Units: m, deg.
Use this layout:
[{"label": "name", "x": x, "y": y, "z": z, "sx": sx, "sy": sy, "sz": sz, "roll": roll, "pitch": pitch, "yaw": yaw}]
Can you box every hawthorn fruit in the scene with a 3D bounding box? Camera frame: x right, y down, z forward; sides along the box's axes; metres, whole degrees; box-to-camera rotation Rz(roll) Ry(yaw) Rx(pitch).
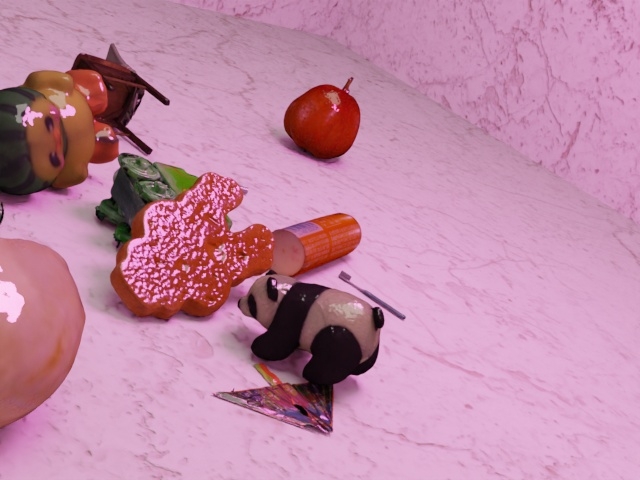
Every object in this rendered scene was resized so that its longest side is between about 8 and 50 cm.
[{"label": "hawthorn fruit", "x": 0.021, "y": -0.321, "z": 2.832, "sx": 0.196, "sy": 0.225, "sz": 0.196, "roll": 32, "pitch": 16, "yaw": -10}]

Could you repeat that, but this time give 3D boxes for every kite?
[{"label": "kite", "x": -0.049, "y": 0.226, "z": 1.603, "sx": 0.241, "sy": 0.014, "sz": 0.183, "roll": 2, "pitch": 26, "yaw": -41}]

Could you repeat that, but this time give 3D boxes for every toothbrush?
[{"label": "toothbrush", "x": 0.097, "y": 0.102, "z": 2.087, "sx": 0.167, "sy": 0.014, "sz": 0.011, "roll": 34, "pitch": 14, "yaw": 31}]

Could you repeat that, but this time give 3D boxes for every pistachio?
[{"label": "pistachio", "x": -0.394, "y": 0.097, "z": 1.255, "sx": 0.230, "sy": 0.230, "sz": 0.309, "roll": 24, "pitch": 20, "yaw": 7}]

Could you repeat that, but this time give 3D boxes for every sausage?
[{"label": "sausage", "x": 0.000, "y": 0.000, "z": 2.145, "sx": 0.093, "sy": 0.093, "sz": 0.312, "roll": 28, "pitch": 20, "yaw": 19}]

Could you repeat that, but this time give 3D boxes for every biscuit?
[{"label": "biscuit", "x": -0.208, "y": 0.018, "z": 1.783, "sx": 0.202, "sy": 0.047, "sz": 0.334, "roll": 53, "pitch": 41, "yaw": -2}]

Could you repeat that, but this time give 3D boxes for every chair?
[{"label": "chair", "x": -0.477, "y": -0.324, "z": 2.409, "sx": 0.186, "sy": 0.160, "sz": 0.319, "roll": 6, "pitch": 27, "yaw": -42}]

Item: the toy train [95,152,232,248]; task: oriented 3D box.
[{"label": "toy train", "x": -0.274, "y": -0.053, "z": 1.944, "sx": 0.188, "sy": 0.132, "sz": 0.243, "roll": 13, "pitch": 23, "yaw": -36}]

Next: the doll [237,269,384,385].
[{"label": "doll", "x": -0.014, "y": 0.130, "z": 1.706, "sx": 0.234, "sy": 0.135, "sz": 0.143, "roll": 19, "pitch": 12, "yaw": 23}]

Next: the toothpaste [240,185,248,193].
[{"label": "toothpaste", "x": -0.195, "y": -0.114, "z": 2.362, "sx": 0.083, "sy": 0.015, "sz": 0.024, "roll": 12, "pitch": 13, "yaw": -12}]

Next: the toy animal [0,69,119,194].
[{"label": "toy animal", "x": -0.510, "y": -0.189, "z": 1.975, "sx": 0.191, "sy": 0.216, "sz": 0.338, "roll": -2, "pitch": 17, "yaw": 17}]

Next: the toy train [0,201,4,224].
[{"label": "toy train", "x": -0.577, "y": -0.059, "z": 1.769, "sx": 0.148, "sy": 0.038, "sz": 0.071, "roll": 10, "pitch": 25, "yaw": -31}]
